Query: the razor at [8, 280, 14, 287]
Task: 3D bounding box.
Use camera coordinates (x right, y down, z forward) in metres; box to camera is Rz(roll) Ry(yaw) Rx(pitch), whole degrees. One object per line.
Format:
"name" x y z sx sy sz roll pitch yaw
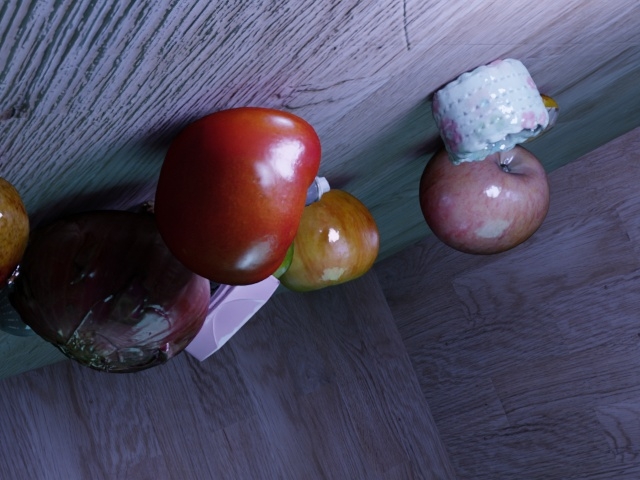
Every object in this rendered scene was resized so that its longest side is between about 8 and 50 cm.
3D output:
"razor" -0.552 0.051 1.741 0.211 0.036 0.084 -27 173 37

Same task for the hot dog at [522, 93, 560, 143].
"hot dog" 0.438 -0.280 1.979 0.270 0.082 0.162 -6 157 -36

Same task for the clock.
"clock" -0.188 0.064 1.739 0.290 0.080 0.275 -43 -149 7

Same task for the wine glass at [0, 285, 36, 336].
"wine glass" -0.666 0.154 1.820 0.241 0.126 0.126 -16 170 -36

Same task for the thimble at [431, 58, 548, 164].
"thimble" 0.321 -0.245 1.649 0.211 0.149 0.185 -25 173 23

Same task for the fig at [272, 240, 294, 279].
"fig" -0.202 0.011 1.967 0.275 0.206 0.206 -10 180 36

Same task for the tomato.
"tomato" -0.134 -0.073 1.299 0.226 0.299 0.298 22 162 -9

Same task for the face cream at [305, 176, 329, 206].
"face cream" -0.110 -0.088 1.837 0.283 0.073 0.073 -18 171 -25

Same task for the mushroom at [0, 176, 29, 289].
"mushroom" -0.535 0.012 1.061 0.345 0.260 0.345 -27 -161 10

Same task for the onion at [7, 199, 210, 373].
"onion" -0.370 0.090 1.523 0.353 0.354 0.353 -21 172 -3

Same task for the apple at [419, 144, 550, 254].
"apple" 0.417 -0.123 2.119 0.344 0.345 0.269 -16 171 -33

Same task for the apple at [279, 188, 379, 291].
"apple" 0.000 0.000 2.111 0.286 0.233 0.286 -17 179 0
